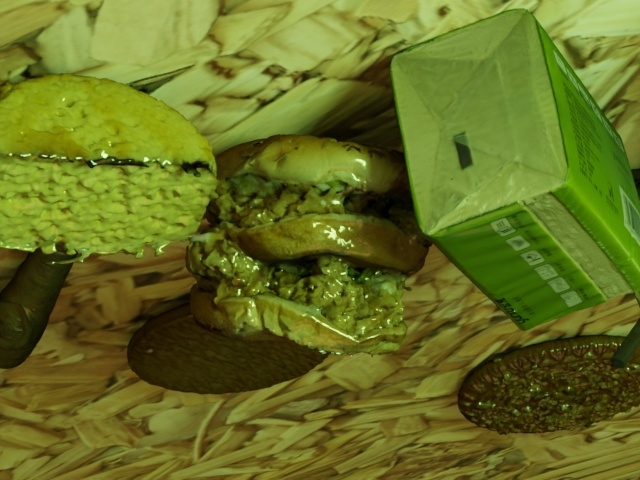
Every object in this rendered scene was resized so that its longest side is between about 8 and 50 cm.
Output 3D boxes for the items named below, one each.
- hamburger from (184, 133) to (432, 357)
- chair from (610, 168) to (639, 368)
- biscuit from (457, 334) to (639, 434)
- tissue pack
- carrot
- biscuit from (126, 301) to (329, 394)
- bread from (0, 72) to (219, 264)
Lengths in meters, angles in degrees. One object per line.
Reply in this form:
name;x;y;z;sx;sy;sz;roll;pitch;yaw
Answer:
hamburger;0.003;0.009;1.821;0.260;0.211;0.245;3;174;31
chair;0.428;-0.004;1.983;0.160;0.186;0.319;-3;-153;42
biscuit;0.337;0.208;2.507;0.305;0.038;0.305;-6;153;-3
tissue pack;0.198;-0.063;1.764;0.167;0.200;0.275;-20;151;20
carrot;-0.319;0.056;2.006;0.070;0.070;0.342;4;149;-22
biscuit;-0.110;0.127;2.228;0.262;0.037;0.262;-7;153;-4
bread;-0.234;-0.076;1.693;0.260;0.147;0.160;0;143;-24
